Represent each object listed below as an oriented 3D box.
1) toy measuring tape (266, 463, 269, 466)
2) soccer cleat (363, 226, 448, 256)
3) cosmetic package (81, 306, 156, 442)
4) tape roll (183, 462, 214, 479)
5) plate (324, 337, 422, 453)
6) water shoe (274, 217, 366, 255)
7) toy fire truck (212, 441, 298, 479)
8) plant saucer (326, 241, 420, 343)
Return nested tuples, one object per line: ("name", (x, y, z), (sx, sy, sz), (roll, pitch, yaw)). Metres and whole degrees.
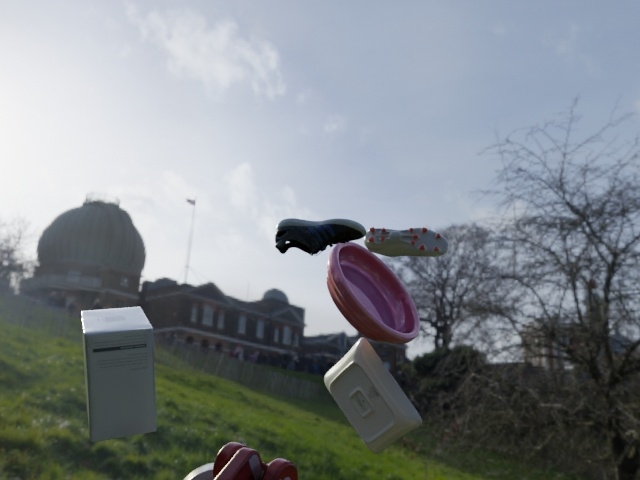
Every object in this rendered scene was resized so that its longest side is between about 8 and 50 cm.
("toy measuring tape", (-0.145, 0.810, 1.929), (0.330, 0.121, 0.121), (48, -38, -18))
("soccer cleat", (0.198, 0.008, 1.403), (0.196, 0.068, 0.076), (6, -28, 16))
("cosmetic package", (-0.438, 0.278, 1.308), (0.138, 0.225, 0.224), (-2, 7, -23))
("tape roll", (-0.256, 0.669, 1.495), (0.219, 0.220, 0.072), (7, -9, -11))
("plate", (0.128, 0.451, 1.708), (0.045, 0.277, 0.278), (-20, -23, -38))
("water shoe", (0.000, 0.000, 1.337), (0.202, 0.080, 0.073), (1, -27, 9))
("toy fire truck", (-0.172, 0.603, 1.289), (0.169, 0.303, 0.254), (7, 29, 32))
("plant saucer", (0.133, 0.152, 1.660), (0.084, 0.332, 0.332), (-42, -41, 23))
